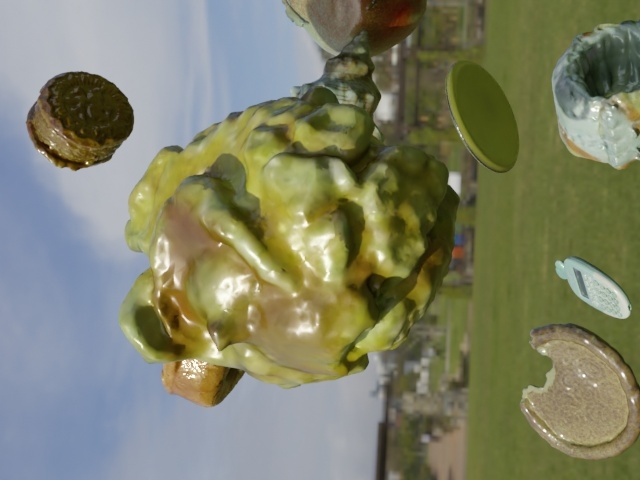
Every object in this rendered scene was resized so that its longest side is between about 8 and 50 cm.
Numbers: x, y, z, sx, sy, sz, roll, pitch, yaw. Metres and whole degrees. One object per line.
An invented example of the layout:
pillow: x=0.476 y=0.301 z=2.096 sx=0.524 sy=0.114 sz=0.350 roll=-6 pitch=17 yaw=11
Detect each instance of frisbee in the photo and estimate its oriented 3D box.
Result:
frisbee: x=0.319 y=-0.243 z=2.133 sx=0.236 sy=0.017 sz=0.236 roll=26 pitch=-128 yaw=-40

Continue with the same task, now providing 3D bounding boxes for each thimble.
thimble: x=0.562 y=-0.273 z=2.036 sx=0.288 sy=0.254 sz=0.167 roll=-64 pitch=-34 yaw=-37

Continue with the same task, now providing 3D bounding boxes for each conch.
conch: x=0.027 y=-0.204 z=2.061 sx=0.169 sy=0.203 sz=0.386 roll=-105 pitch=31 yaw=-62

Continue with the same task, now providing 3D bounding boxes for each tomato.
tomato: x=0.061 y=-0.501 z=2.143 sx=0.239 sy=0.303 sz=0.303 roll=-36 pitch=34 yaw=39

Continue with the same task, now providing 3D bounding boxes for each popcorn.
popcorn: x=-0.024 y=0.002 z=1.077 sx=0.335 sy=0.279 sz=0.274 roll=-25 pitch=47 yaw=52

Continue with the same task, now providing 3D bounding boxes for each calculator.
calculator: x=0.416 y=0.069 z=1.685 sx=0.153 sy=0.021 sz=0.095 roll=39 pitch=161 yaw=49

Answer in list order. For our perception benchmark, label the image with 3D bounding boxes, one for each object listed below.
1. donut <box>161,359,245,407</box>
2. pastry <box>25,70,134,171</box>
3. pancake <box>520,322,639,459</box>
donut: x=-0.177 y=0.174 z=1.868 sx=0.226 sy=0.114 sz=0.226 roll=-57 pitch=-12 yaw=-19
pastry: x=-0.448 y=-0.225 z=2.051 sx=0.103 sy=0.189 sz=0.188 roll=-47 pitch=27 yaw=44
pancake: x=0.479 y=0.287 z=2.069 sx=0.033 sy=0.286 sz=0.288 roll=-35 pitch=-2 yaw=-41
